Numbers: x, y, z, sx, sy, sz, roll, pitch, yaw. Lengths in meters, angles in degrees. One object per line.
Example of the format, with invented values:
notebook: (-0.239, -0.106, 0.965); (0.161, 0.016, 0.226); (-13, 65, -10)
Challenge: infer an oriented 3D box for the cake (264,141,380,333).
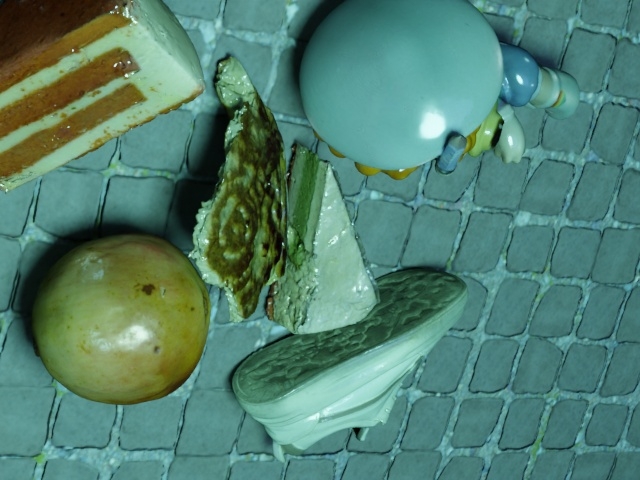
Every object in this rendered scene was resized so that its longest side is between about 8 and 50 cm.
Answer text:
cake: (0.016, 0.001, 1.813); (0.117, 0.086, 0.220); (-2, 111, -34)

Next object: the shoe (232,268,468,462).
shoe: (0.050, 0.162, 1.893); (0.316, 0.124, 0.159); (-24, 123, -19)

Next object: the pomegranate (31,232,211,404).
pomegranate: (-0.206, 0.079, 1.633); (0.191, 0.191, 0.191); (-15, 118, -30)

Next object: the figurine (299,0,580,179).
figurine: (0.138, -0.188, 1.775); (0.382, 0.225, 0.205); (-20, 128, -59)

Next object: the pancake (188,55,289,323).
pancake: (-0.081, -0.038, 1.717); (0.212, 0.056, 0.257); (52, 48, -58)

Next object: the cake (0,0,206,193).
cake: (-0.237, -0.146, 1.525); (0.262, 0.160, 0.158); (-51, 132, -4)
